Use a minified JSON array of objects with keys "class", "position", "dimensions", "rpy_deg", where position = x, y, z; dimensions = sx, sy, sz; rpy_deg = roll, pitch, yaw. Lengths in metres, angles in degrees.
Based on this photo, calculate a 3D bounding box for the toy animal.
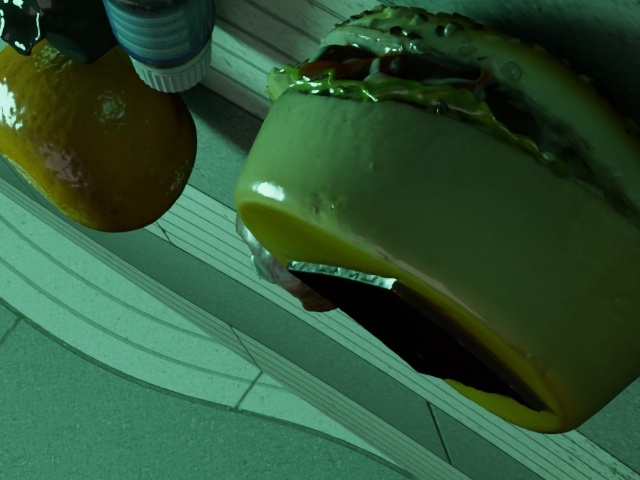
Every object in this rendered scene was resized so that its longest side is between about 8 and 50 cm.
[{"class":"toy animal","position":[-0.238,-0.228,1.280],"dimensions":[0.146,0.114,0.245],"rpy_deg":[40,-169,15]}]

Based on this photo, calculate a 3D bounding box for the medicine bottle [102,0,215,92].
[{"class":"medicine bottle","position":[-0.121,-0.176,1.159],"dimensions":[0.083,0.083,0.203],"rpy_deg":[35,168,10]}]

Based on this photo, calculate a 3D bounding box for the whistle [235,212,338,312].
[{"class":"whistle","position":[-0.001,0.000,1.411],"dimensions":[0.142,0.133,0.346],"rpy_deg":[27,175,6]}]

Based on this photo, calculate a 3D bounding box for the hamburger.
[{"class":"hamburger","position":[0.093,-0.018,0.925],"dimensions":[0.300,0.176,0.300],"rpy_deg":[34,167,9]}]

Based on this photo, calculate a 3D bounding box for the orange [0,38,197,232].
[{"class":"orange","position":[-0.218,-0.113,1.462],"dimensions":[0.224,0.170,0.224],"rpy_deg":[39,170,8]}]
